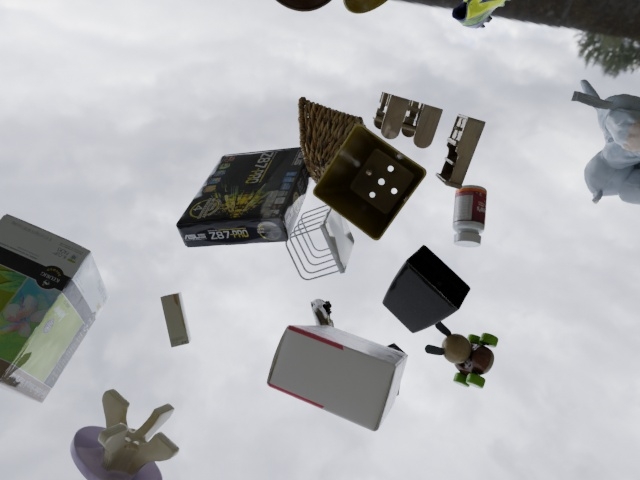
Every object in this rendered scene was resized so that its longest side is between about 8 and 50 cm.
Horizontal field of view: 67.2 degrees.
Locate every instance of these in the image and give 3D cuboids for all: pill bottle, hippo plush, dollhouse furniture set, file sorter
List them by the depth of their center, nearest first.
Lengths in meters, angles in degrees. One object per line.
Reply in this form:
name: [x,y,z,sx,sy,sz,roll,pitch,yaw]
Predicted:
hippo plush: [0.670,-0.180,1.055,0.294,0.237,0.234,21,-139,25]
dollhouse furniture set: [0.235,-0.239,1.142,0.241,0.161,0.212,15,-161,-4]
file sorter: [0.000,0.000,1.793,0.173,0.193,0.278,-19,-162,18]
pill bottle: [0.568,-0.091,1.842,0.121,0.121,0.221,9,-103,-5]

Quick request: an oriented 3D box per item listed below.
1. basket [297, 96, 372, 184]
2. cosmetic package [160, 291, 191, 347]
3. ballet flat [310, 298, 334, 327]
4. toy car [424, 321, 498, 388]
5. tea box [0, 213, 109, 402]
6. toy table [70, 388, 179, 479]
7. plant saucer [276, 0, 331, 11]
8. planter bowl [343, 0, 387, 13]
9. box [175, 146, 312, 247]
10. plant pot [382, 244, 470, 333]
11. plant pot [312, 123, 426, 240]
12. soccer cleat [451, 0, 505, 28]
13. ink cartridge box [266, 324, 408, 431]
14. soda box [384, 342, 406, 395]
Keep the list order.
basket: [0.028,-0.260,1.491,0.222,0.299,0.214,25,-94,24]
cosmetic package: [-0.322,0.175,1.077,0.041,0.060,0.115,-12,-89,-10]
ballet flat: [0.012,0.200,1.276,0.058,0.084,0.250,-14,-175,-3]
toy car: [0.398,0.322,1.418,0.188,0.149,0.155,28,-109,-6]
tea box: [-0.702,0.175,1.143,0.219,0.329,0.324,24,-120,-3]
toy table: [-0.491,0.514,1.224,0.274,0.161,0.252,30,-173,7]
plant saucer: [-0.034,-0.455,0.728,0.198,0.199,0.036,-21,-147,-31]
planter bowl: [0.119,-0.653,1.130,0.217,0.217,0.090,-25,-106,-34]
box: [-0.204,-0.139,1.441,0.317,0.097,0.395,-1,-142,16]
plant pot: [0.288,0.151,1.381,0.188,0.167,0.187,45,-152,10]
plant pot: [0.142,-0.153,1.263,0.212,0.212,0.187,37,-164,9]
soccer cleat: [0.456,-0.692,1.335,0.121,0.289,0.094,14,-102,-5]
ink cartridge box: [0.048,0.248,0.934,0.207,0.283,0.117,17,-95,16]
soda box: [0.209,0.396,1.455,0.053,0.169,0.060,-13,-148,-30]
